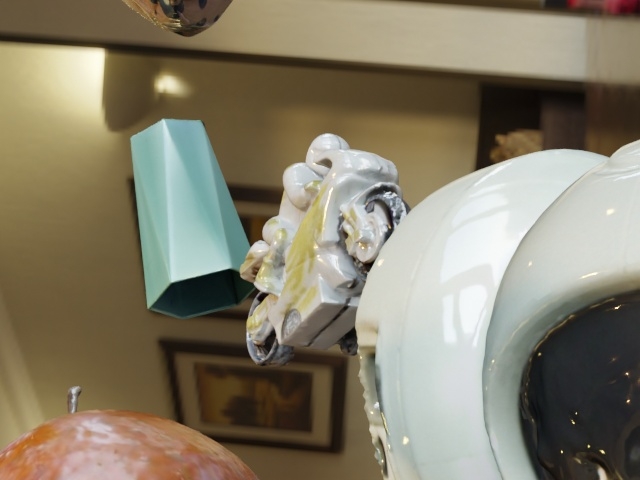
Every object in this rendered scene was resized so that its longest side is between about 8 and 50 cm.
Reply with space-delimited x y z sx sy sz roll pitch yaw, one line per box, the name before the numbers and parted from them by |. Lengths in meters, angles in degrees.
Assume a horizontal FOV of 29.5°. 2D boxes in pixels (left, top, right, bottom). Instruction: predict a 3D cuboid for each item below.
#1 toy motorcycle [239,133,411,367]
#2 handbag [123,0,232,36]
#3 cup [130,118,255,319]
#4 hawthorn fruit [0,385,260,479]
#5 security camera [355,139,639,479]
toy motorcycle | 0.000 0.000 0.871 0.229 0.074 0.151 -42 46 53
handbag | -0.140 -0.361 1.289 0.251 0.190 0.193 -53 5 1
cup | -0.168 -0.035 1.562 0.134 0.148 0.235 97 161 -67
hawthorn fruit | -0.156 0.232 0.846 0.235 0.263 0.231 32 -108 -67
security camera | 0.145 0.050 0.448 0.236 0.195 0.194 -5 77 58
